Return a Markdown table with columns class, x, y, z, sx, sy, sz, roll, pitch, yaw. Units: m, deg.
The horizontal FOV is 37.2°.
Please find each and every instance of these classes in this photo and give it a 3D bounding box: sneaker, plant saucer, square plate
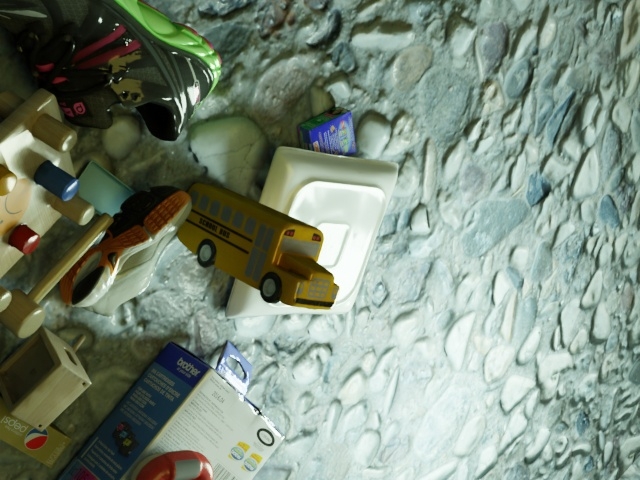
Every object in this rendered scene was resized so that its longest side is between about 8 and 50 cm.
| class | x | y | z | sx | sy | sz | roll | pitch | yaw |
| --- | --- | --- | --- | --- | --- | --- | --- | --- | --- |
| sneaker | -0.306 | 0.020 | 1.576 | 0.262 | 0.099 | 0.121 | -42 | 147 | 2 |
| plant saucer | -0.333 | -0.059 | 1.578 | 0.192 | 0.018 | 0.067 | 41 | 78 | -43 |
| square plate | 0.000 | 0.000 | 1.861 | 0.344 | 0.049 | 0.347 | 3 | 112 | -45 |
| sneaker | -0.342 | -0.272 | 1.368 | 0.483 | 0.185 | 0.202 | 22 | 87 | -44 |

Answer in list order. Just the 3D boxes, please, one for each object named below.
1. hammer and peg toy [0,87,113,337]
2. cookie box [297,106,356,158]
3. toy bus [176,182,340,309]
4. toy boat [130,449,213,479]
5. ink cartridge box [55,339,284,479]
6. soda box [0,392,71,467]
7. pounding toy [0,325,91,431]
| class | x | y | z | sx | sy | sz | roll | pitch | yaw |
| --- | --- | --- | --- | --- | --- | --- | --- | --- | --- |
| hammer and peg toy | -0.443 | -0.029 | 1.371 | 0.266 | 0.127 | 0.361 | -52 | 165 | -28 |
| cookie box | 0.013 | -0.195 | 1.830 | 0.107 | 0.040 | 0.092 | -29 | 126 | -31 |
| toy bus | -0.104 | 0.010 | 1.595 | 0.108 | 0.332 | 0.130 | 12 | 98 | -45 |
| toy boat | -0.237 | 0.472 | 1.577 | 0.151 | 0.151 | 0.231 | 3 | 104 | -43 |
| ink cartridge box | -0.248 | 0.375 | 1.736 | 0.395 | 0.151 | 0.270 | -50 | 133 | -14 |
| soda box | -0.492 | 0.298 | 1.540 | 0.058 | 0.061 | 0.181 | -54 | 134 | -13 |
| pounding toy | -0.435 | 0.212 | 1.526 | 0.130 | 0.141 | 0.100 | -44 | 133 | -2 |
